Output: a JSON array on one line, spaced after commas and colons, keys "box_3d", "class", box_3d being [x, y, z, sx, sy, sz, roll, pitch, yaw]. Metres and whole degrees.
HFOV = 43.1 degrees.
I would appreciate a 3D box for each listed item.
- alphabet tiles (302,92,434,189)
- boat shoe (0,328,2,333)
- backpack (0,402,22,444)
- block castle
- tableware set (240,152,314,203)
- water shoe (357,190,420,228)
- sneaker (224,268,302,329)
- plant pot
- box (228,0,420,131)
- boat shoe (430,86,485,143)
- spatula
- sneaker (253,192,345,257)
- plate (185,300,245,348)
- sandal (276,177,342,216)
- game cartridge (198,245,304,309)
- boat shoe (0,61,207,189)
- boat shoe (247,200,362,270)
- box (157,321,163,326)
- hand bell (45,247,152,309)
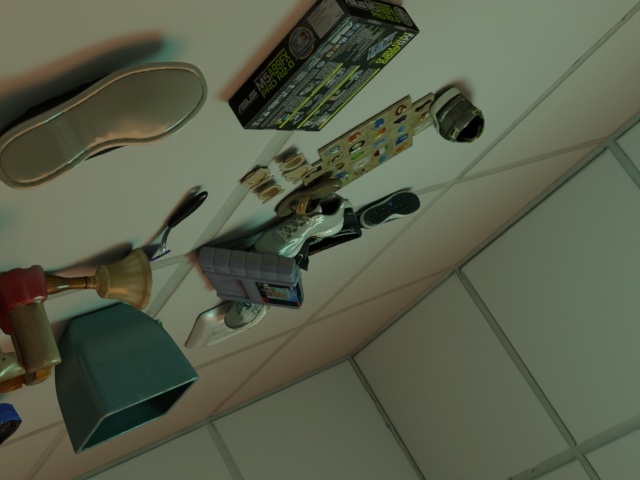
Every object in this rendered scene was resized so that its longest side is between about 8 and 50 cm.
[{"box_3d": [0.111, -0.213, 1.851, 0.343, 0.011, 0.285, -31, 164, -1], "class": "alphabet tiles"}, {"box_3d": [-0.680, 0.191, 1.529, 0.183, 0.066, 0.066, -44, 158, 7], "class": "boat shoe"}, {"box_3d": [-0.808, 0.448, 1.988, 0.120, 0.101, 0.098, -38, 165, 9], "class": "backpack"}, {"box_3d": [-0.651, 0.172, 1.260, 0.453, 0.212, 0.303, -17, 172, -24], "class": "block castle"}, {"box_3d": [-0.086, -0.133, 1.693, 0.141, 0.020, 0.168, -30, 162, 4], "class": "tableware set"}, {"box_3d": [0.188, -0.089, 2.303, 0.203, 0.073, 0.080, -19, -178, -26], "class": "water shoe"}, {"box_3d": [-0.189, 0.143, 2.259, 0.283, 0.110, 0.122, -44, 146, 22], "class": "sneaker"}, {"box_3d": [-0.474, 0.294, 1.862, 0.247, 0.252, 0.248, -17, 159, -39], "class": "plant pot"}, {"box_3d": [0.006, -0.287, 1.340, 0.270, 0.060, 0.216, -41, 162, 32], "class": "box"}, {"box_3d": [0.336, -0.274, 1.918, 0.109, 0.091, 0.305, -43, 164, 10], "class": "boat shoe"}, {"box_3d": [-0.307, -0.011, 1.643, 0.296, 0.030, 0.084, -46, 173, 37], "class": "spatula"}, {"box_3d": [-0.050, -0.043, 1.951, 0.262, 0.099, 0.121, -30, 156, -28], "class": "sneaker"}, {"box_3d": [-0.264, 0.241, 2.479, 0.278, 0.045, 0.277, -22, 162, -29], "class": "plate"}, {"box_3d": [-0.026, -0.090, 1.867, 0.180, 0.049, 0.072, -23, 163, 23], "class": "sandal"}, {"box_3d": [-0.160, 0.102, 1.995, 0.230, 0.068, 0.355, 11, 163, 5], "class": "game cartridge"}, {"box_3d": [-0.300, -0.167, 1.086, 0.303, 0.091, 0.114, -24, 119, -22], "class": "boat shoe"}, {"box_3d": [-0.044, 0.022, 2.086, 0.340, 0.113, 0.127, -26, 165, -16], "class": "boat shoe"}, {"box_3d": [-0.497, 0.277, 2.158, 0.179, 0.043, 0.105, -28, 165, -17], "class": "box"}, {"box_3d": [-0.461, 0.083, 1.564, 0.242, 0.126, 0.126, -3, 150, -38], "class": "hand bell"}]
